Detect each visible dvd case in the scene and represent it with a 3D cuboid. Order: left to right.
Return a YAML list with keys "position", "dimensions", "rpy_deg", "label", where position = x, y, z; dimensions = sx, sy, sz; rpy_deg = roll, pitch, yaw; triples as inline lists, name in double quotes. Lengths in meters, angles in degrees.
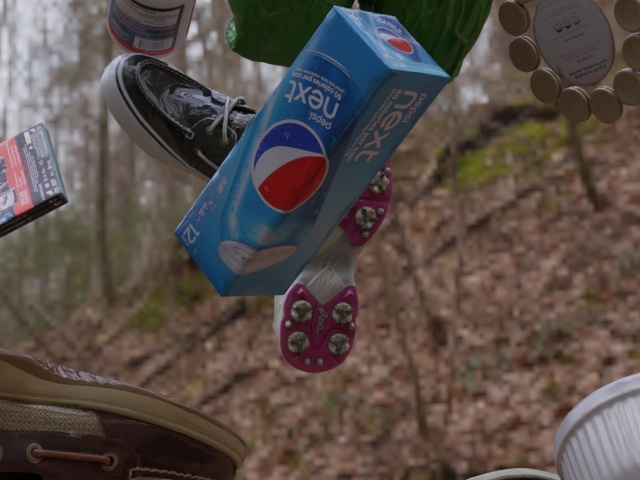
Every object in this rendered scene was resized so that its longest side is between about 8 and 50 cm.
- position: [-0.243, -0.030, 1.225]
  dimensions: [0.119, 0.087, 0.013]
  rpy_deg: [-27, -46, 2]
  label: "dvd case"

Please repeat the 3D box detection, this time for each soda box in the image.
- position: [-0.009, -0.056, 1.163]
  dimensions: [0.071, 0.067, 0.210]
  rpy_deg: [0, -46, -51]
  label: "soda box"

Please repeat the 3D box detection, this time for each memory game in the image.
- position: [0.243, -0.196, 1.614]
  dimensions: [0.012, 0.186, 0.186]
  rpy_deg: [-29, 3, -36]
  label: "memory game"

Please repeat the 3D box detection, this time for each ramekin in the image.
- position: [0.343, 0.232, 1.685]
  dimensions: [0.207, 0.109, 0.207]
  rpy_deg: [-5, -44, -5]
  label: "ramekin"

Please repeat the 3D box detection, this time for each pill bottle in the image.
- position: [-0.205, -0.318, 2.125]
  dimensions: [0.108, 0.108, 0.180]
  rpy_deg: [1, -28, -14]
  label: "pill bottle"

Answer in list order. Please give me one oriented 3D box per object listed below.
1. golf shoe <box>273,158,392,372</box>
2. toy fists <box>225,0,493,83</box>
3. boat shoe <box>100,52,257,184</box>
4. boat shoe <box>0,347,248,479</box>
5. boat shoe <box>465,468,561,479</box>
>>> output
- position: [0.000, 0.000, 2.036]
  dimensions: [0.115, 0.306, 0.140]
  rpy_deg: [15, 1, -17]
  label: "golf shoe"
- position: [0.042, -0.246, 1.682]
  dimensions: [0.279, 0.096, 0.142]
  rpy_deg: [6, -49, -21]
  label: "toy fists"
- position: [-0.116, -0.130, 2.118]
  dimensions: [0.335, 0.121, 0.119]
  rpy_deg: [37, -37, -16]
  label: "boat shoe"
- position: [-0.201, 0.151, 1.221]
  dimensions: [0.123, 0.123, 0.342]
  rpy_deg: [6, -12, 45]
  label: "boat shoe"
- position: [0.258, 0.323, 1.840]
  dimensions: [0.302, 0.103, 0.113]
  rpy_deg: [4, -56, -19]
  label: "boat shoe"
